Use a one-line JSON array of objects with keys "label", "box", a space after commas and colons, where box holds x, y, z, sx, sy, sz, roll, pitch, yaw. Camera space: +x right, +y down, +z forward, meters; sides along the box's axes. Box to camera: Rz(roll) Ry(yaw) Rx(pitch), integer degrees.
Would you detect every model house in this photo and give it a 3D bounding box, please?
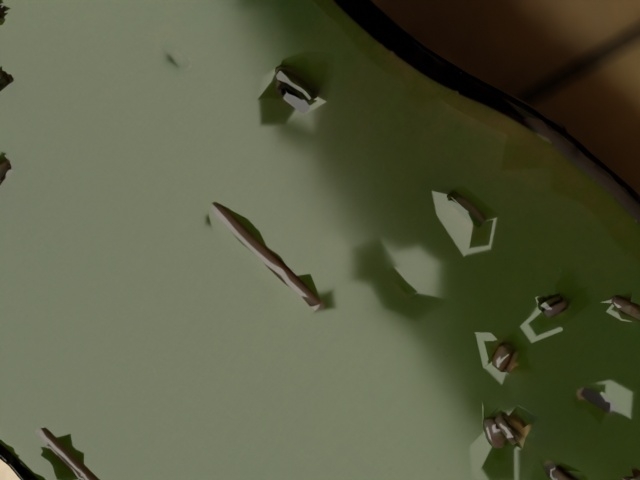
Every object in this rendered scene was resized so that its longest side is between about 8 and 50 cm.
[{"label": "model house", "box": [0.000, 0.001, 0.545, 0.294, 0.154, 0.207, 44, 114, 7]}]
